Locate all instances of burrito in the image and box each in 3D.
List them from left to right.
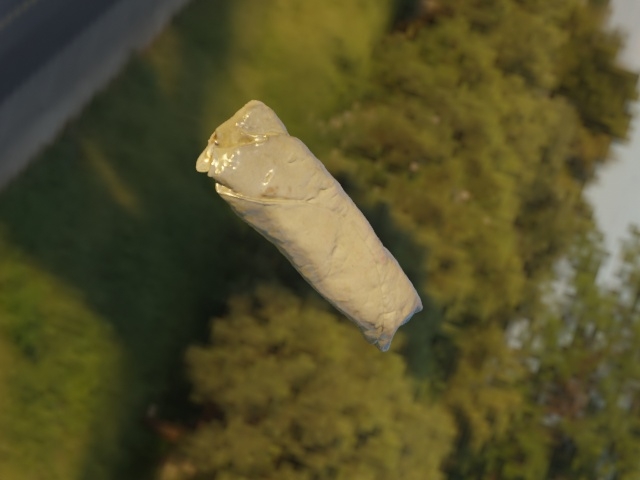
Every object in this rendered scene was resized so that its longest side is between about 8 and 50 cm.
[{"bbox_3d":[0.000,0.000,1.503,0.082,0.059,0.275,-50,129,-13],"label":"burrito"}]
